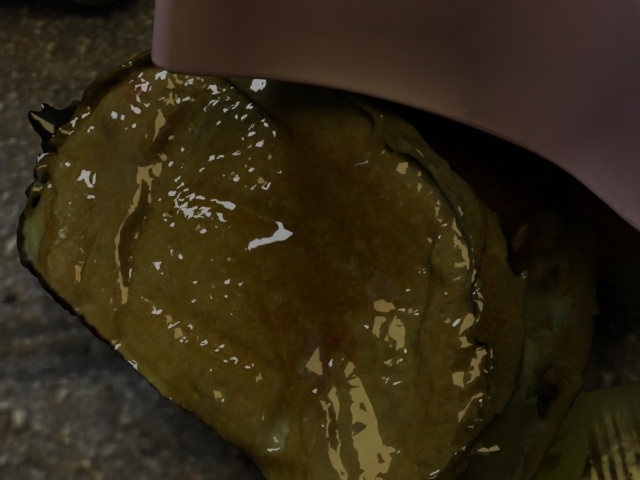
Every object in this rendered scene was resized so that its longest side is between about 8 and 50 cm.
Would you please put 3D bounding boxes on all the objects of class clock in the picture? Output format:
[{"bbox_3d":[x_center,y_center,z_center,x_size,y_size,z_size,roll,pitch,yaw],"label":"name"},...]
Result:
[{"bbox_3d":[0.079,-0.096,0.399,0.290,0.080,0.275,-1,37,-13],"label":"clock"}]

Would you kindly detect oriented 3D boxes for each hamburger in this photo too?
[{"bbox_3d":[0.000,0.000,0.470,0.309,0.132,0.211,39,94,27],"label":"hamburger"}]

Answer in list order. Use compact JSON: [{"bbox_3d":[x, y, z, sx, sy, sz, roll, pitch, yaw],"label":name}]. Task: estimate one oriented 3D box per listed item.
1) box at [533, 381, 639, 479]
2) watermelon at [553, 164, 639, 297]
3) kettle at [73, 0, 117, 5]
[{"bbox_3d":[0.205,0.145,0.437,0.260,0.062,0.175,-13,61,11],"label":"box"},{"bbox_3d":[0.110,-0.090,0.563,0.257,0.139,0.193,18,33,11],"label":"watermelon"},{"bbox_3d":[-0.242,-0.331,0.674,0.205,0.265,0.318,-11,55,26],"label":"kettle"}]
